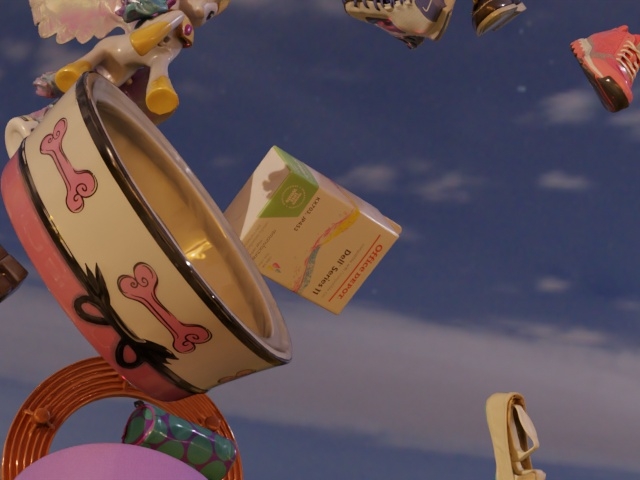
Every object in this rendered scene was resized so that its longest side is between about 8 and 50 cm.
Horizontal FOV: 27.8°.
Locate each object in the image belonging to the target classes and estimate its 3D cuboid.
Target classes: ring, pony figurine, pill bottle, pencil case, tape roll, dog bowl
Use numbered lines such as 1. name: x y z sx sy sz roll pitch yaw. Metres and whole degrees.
1. ring: -0.256 0.310 1.724 0.336 0.337 0.032 15 -30 -20
2. pony figurine: -0.301 -0.281 1.985 0.350 0.363 0.303 -18 -64 27
3. pill bottle: -0.482 -0.192 2.398 0.184 0.103 0.103 -16 -1 -37
4. pencil case: -0.179 0.258 1.636 0.070 0.065 0.151 -11 -33 44
5. tape roll: -0.223 0.352 1.381 0.274 0.090 0.275 0 -61 0
6. dog bowl: -0.206 0.010 1.501 0.150 0.408 0.408 -34 -28 5

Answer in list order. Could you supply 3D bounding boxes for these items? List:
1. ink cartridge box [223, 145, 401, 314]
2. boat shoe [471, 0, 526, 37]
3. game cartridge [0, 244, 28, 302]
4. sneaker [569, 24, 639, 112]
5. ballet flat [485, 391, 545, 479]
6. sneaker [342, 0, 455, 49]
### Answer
1. ink cartridge box: 0.000 0.000 2.465 0.353 0.207 0.119 29 14 -33
2. boat shoe: 0.283 -0.387 2.139 0.081 0.069 0.228 -35 0 20
3. game cartridge: -0.506 0.042 1.432 0.230 0.355 0.068 41 -60 1
4. sneaker: 0.582 -0.358 2.545 0.136 0.314 0.116 -31 -69 14
5. ballet flat: 0.325 0.365 2.114 0.086 0.249 0.086 -8 -19 -3
6. sneaker: 0.138 -0.446 2.394 0.182 0.128 0.315 19 -8 -11
